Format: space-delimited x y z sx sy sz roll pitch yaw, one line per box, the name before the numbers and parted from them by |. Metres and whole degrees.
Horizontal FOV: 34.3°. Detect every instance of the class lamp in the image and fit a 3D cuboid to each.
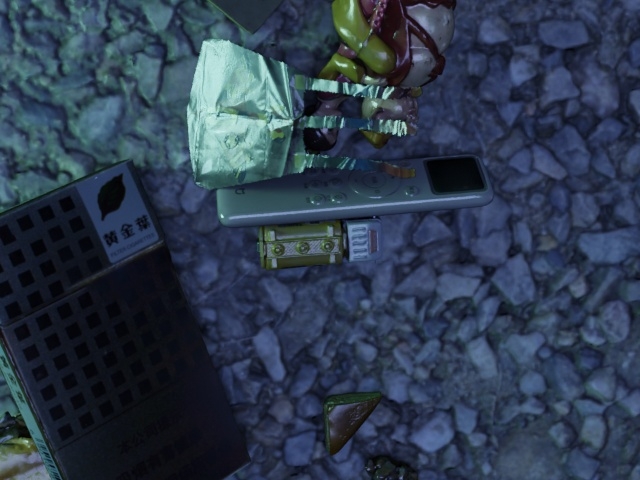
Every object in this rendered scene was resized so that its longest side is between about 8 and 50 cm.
lamp | 0.057 -0.169 0.926 0.118 0.118 0.253 18 105 -9

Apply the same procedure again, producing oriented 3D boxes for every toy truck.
toy truck | 0.000 0.000 0.987 0.123 0.063 0.052 -4 102 -4

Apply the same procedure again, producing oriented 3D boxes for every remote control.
remote control | 0.032 -0.051 0.978 0.261 0.067 0.029 -5 135 -4

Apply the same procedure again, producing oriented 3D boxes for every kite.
kite | -0.023 -0.105 0.916 0.245 0.015 0.141 8 102 30

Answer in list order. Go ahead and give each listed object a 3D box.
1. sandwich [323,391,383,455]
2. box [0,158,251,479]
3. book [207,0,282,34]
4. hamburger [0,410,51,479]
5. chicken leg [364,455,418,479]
sandwich | 0.022 0.175 1.045 0.044 0.031 0.083 37 94 -16
box | -0.197 0.108 0.959 0.180 0.047 0.324 -28 107 -32
book | -0.042 -0.341 0.884 0.215 0.025 0.282 32 101 -39
hamburger | -0.295 0.214 0.998 0.176 0.087 0.102 -22 92 -9
chicken leg | 0.067 0.328 1.061 0.125 0.080 0.196 25 98 2
